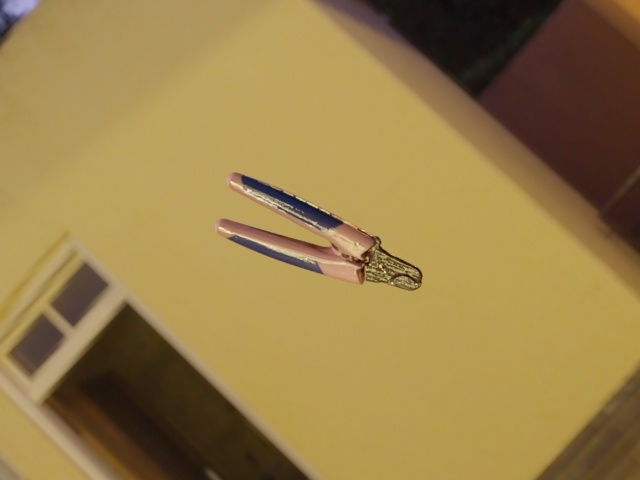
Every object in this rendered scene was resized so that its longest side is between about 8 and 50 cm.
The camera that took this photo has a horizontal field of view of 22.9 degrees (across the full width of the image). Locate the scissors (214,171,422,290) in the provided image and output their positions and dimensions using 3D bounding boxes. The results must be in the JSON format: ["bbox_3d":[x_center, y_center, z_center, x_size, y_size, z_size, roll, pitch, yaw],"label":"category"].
[{"bbox_3d":[0.000,0.000,0.813,0.012,0.113,0.039,-49,-22,-61],"label":"scissors"}]
